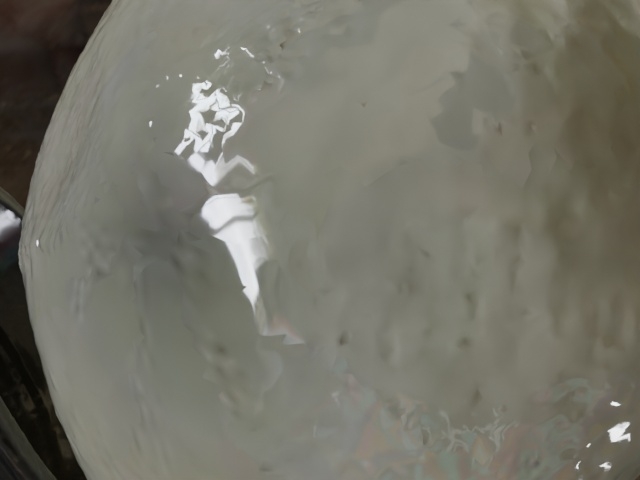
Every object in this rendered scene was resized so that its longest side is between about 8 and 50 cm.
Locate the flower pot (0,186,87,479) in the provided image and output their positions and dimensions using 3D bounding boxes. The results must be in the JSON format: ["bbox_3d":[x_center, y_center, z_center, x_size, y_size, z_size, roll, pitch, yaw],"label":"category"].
[{"bbox_3d":[-0.205,0.092,0.868,0.148,0.235,0.235,-26,-95,7],"label":"flower pot"}]

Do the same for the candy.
[{"bbox_3d":[0.000,0.000,0.567,0.185,0.295,0.296,-8,-105,-53],"label":"candy"}]
